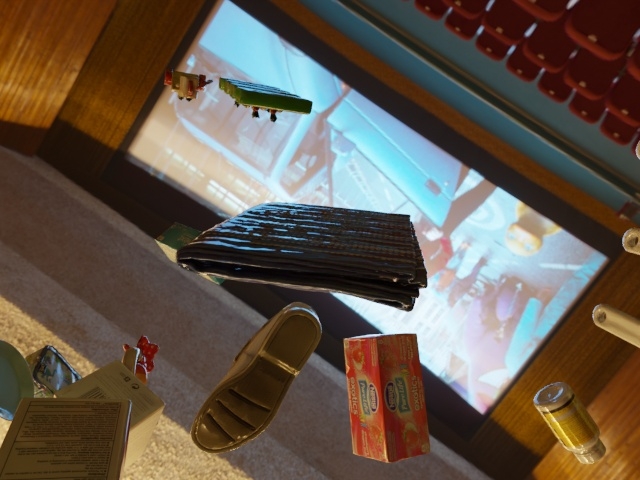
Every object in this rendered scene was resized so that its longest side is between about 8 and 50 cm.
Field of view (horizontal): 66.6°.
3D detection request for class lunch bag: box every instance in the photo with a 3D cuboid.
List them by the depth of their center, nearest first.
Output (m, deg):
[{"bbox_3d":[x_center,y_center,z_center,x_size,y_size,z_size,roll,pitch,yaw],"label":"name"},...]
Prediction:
[{"bbox_3d":[-0.759,0.418,1.390,0.219,0.090,0.176,65,176,-26],"label":"lunch bag"}]

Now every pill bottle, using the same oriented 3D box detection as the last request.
[{"bbox_3d":[0.403,0.294,0.782,0.116,0.065,0.065,55,-169,1],"label":"pill bottle"}]

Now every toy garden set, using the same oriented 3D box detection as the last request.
[{"bbox_3d":[-0.146,-0.232,0.792,0.203,0.049,0.244,4,-160,-20],"label":"toy garden set"}]

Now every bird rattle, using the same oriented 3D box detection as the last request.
[{"bbox_3d":[-0.488,0.367,1.296,0.143,0.207,0.254,9,-122,-8],"label":"bird rattle"}]

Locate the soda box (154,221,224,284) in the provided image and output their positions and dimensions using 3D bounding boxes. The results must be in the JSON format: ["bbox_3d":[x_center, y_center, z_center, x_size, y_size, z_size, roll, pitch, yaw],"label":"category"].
[{"bbox_3d":[-0.277,0.026,1.087,0.210,0.067,0.071,18,144,42],"label":"soda box"}]

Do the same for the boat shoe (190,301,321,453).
[{"bbox_3d":[-0.107,0.240,0.860,0.113,0.302,0.103,41,-178,-7],"label":"boat shoe"}]

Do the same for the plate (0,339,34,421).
[{"bbox_3d":[-0.700,0.310,1.075,0.188,0.024,0.188,158,90,-87],"label":"plate"}]

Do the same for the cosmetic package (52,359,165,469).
[{"bbox_3d":[-0.442,0.378,0.986,0.151,0.184,0.151,37,-152,15],"label":"cosmetic package"}]

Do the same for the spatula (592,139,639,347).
[{"bbox_3d":[0.225,0.015,0.227,0.019,0.168,0.242,6,-169,-6],"label":"spatula"}]

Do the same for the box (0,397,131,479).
[{"bbox_3d":[-0.336,0.329,0.623,0.148,0.127,0.232,7,-156,-17],"label":"box"}]

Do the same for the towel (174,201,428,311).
[{"bbox_3d":[0.000,0.000,0.599,0.243,0.040,0.336,7,-167,7],"label":"towel"}]

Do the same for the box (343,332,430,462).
[{"bbox_3d":[0.143,0.338,1.077,0.122,0.257,0.128,3,166,-32],"label":"box"}]
